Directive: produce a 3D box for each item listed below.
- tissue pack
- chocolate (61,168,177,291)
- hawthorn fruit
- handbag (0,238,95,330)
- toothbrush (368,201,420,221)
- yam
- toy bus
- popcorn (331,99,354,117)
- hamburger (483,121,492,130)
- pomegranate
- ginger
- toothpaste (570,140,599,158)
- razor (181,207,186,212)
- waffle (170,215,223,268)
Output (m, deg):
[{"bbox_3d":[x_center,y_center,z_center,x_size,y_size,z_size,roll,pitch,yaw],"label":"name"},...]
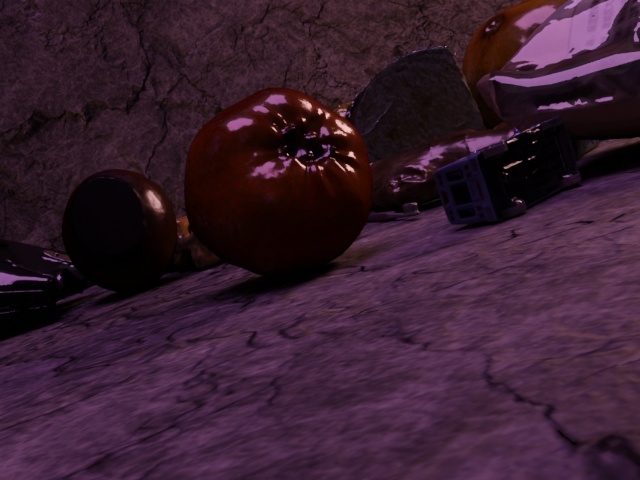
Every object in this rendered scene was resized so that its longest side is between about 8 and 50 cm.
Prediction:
[{"bbox_3d":[0.417,-0.220,1.040,0.390,0.195,0.375,-3,17,33],"label":"tissue pack"},{"bbox_3d":[-0.263,-0.008,1.242,0.177,0.176,0.177,-17,6,2],"label":"chocolate"},{"bbox_3d":[-0.051,-0.042,0.948,0.197,0.196,0.225,-21,-16,-31],"label":"hawthorn fruit"},{"bbox_3d":[-0.463,0.064,1.262,0.288,0.152,0.342,-4,7,2],"label":"handbag"},{"bbox_3d":[0.080,-0.032,1.160,0.014,0.017,0.194,-13,2,-19],"label":"toothbrush"},{"bbox_3d":[0.126,-0.173,1.434,0.201,0.202,0.271,-24,6,2],"label":"yam"},{"bbox_3d":[0.188,-0.069,0.914,0.076,0.073,0.167,-14,7,45],"label":"toy bus"},{"bbox_3d":[0.090,-0.171,1.673,0.189,0.169,0.218,-6,-8,31],"label":"popcorn"},{"bbox_3d":[0.378,-0.243,1.767,0.215,0.122,0.189,-23,10,-32],"label":"hamburger"},{"bbox_3d":[0.360,-0.262,1.445,0.260,0.260,0.260,-17,6,2],"label":"pomegranate"},{"bbox_3d":[0.167,-0.099,1.185,0.333,0.080,0.166,-18,23,34],"label":"ginger"},{"bbox_3d":[0.326,-0.124,1.232,0.046,0.034,0.164,-9,9,33],"label":"toothpaste"},{"bbox_3d":[-0.325,-0.009,1.923,0.232,0.068,0.106,-28,11,-39],"label":"razor"},{"bbox_3d":[-0.124,-0.029,1.425,0.304,0.077,0.348,-19,6,-29],"label":"waffle"}]
